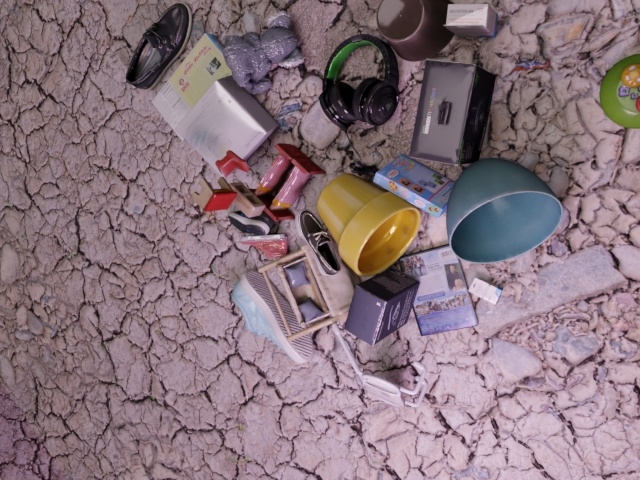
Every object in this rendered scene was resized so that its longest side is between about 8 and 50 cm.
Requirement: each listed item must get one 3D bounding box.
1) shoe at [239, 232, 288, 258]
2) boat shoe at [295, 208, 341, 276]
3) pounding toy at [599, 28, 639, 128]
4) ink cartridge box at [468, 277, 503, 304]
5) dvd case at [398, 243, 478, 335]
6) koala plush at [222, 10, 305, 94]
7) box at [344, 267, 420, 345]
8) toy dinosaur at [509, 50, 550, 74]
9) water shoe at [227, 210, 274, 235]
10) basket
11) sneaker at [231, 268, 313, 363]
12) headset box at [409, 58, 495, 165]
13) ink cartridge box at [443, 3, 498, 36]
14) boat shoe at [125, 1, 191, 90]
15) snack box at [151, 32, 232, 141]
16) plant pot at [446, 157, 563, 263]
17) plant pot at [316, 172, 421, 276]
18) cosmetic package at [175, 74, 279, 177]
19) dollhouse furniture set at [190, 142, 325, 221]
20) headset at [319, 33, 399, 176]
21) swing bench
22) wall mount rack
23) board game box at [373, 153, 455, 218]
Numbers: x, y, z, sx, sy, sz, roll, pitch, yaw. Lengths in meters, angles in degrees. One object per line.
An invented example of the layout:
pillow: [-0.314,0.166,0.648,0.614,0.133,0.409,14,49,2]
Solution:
shoe: [-0.189,0.022,2.009,0.178,0.063,0.081,-3,94,23]
boat shoe: [0.000,0.000,1.780,0.219,0.077,0.070,62,153,2]
pounding toy: [0.783,-0.384,1.443,0.183,0.110,0.237,35,112,17]
ink cartridge box: [0.473,0.142,1.725,0.083,0.028,0.048,28,109,19]
dvd case: [0.347,0.148,1.792,0.180,0.022,0.253,-16,91,28]
koala plush: [-0.166,-0.578,1.843,0.221,0.203,0.196,-17,91,15]
box: [0.181,0.189,1.760,0.108,0.207,0.153,28,117,29]
toy dinosaur: [0.558,-0.466,1.591,0.082,0.047,0.090,28,143,10]
water shoe: [-0.226,-0.069,2.017,0.203,0.080,0.073,19,146,41]
basket: [0.248,-0.580,1.606,0.204,0.227,0.154,-32,84,26]
sneaker: [-0.166,0.275,2.014,0.366,0.135,0.150,53,124,19]
headset box: [0.344,-0.329,1.569,0.131,0.283,0.246,14,104,24]
ink cartridge box: [0.390,-0.571,1.563,0.104,0.181,0.062,9,102,24]
boat shoe: [-0.562,-0.661,2.051,0.340,0.113,0.127,-45,78,25]
snack box: [-0.412,-0.511,2.032,0.322,0.060,0.187,-42,81,25]
plant pot: [0.454,-0.101,1.584,0.290,0.290,0.195,-34,48,26]
plant pot: [0.121,-0.064,1.755,0.239,0.254,0.254,44,115,29]
cosmetic package: [-0.297,-0.363,1.928,0.224,0.138,0.224,45,115,-7]
dollhouse furniture set: [-0.176,-0.168,1.802,0.152,0.374,0.201,43,115,19]
headset: [0.126,-0.389,1.758,0.243,0.185,0.394,4,90,41]
swing bench: [-0.015,0.144,1.888,0.254,0.165,0.253,-26,85,28]
wall mount rack: [0.165,0.383,1.801,0.304,0.350,0.130,20,70,19]
board game box: [0.278,-0.158,1.698,0.211,0.160,0.039,33,132,18]
